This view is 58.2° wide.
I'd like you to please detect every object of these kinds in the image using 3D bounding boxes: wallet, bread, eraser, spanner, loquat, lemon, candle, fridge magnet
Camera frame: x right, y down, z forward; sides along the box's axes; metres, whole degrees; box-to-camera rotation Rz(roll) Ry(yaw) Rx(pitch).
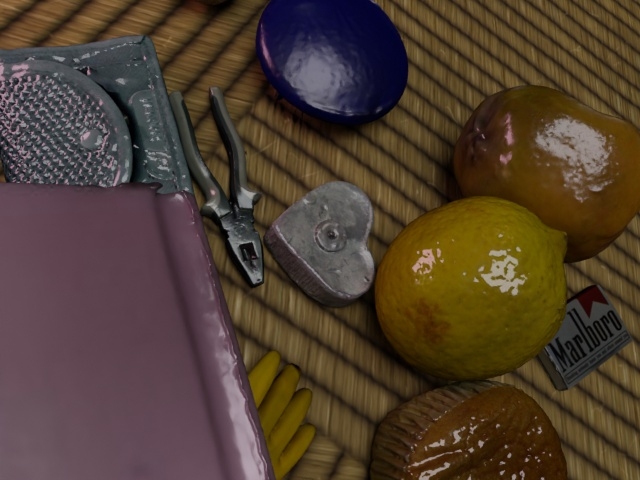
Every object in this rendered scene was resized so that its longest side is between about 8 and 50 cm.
[{"bbox_3d":[-0.312,-0.128,0.792,0.237,0.075,0.342,-13,77,-20],"label":"wallet"},{"bbox_3d":[0.201,0.312,0.781,0.253,0.142,0.228,-14,84,-25],"label":"bread"},{"bbox_3d":[-0.221,0.120,0.590,0.272,0.122,0.359,-4,63,-39],"label":"eraser"},{"bbox_3d":[-0.142,-0.084,0.853,0.095,0.040,0.325,-14,75,-23],"label":"spanner"},{"bbox_3d":[0.354,-0.103,0.912,0.283,0.276,0.276,23,65,-12],"label":"loquat"},{"bbox_3d":[0.207,0.068,0.802,0.267,0.267,0.268,7,69,-18],"label":"lemon"},{"bbox_3d":[0.000,0.000,0.858,0.168,0.068,0.193,7,66,-19],"label":"candle"},{"bbox_3d":[0.022,-0.306,0.950,0.265,0.113,0.266,6,70,-17],"label":"fridge magnet"}]

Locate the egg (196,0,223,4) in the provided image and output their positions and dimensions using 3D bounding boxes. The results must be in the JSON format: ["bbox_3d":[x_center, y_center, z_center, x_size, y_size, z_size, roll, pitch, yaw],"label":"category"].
[{"bbox_3d":[-0.184,-0.444,0.924,0.140,0.116,0.118,7,41,-18],"label":"egg"}]

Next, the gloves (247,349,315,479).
[{"bbox_3d":[-0.111,0.267,0.720,0.294,0.116,0.133,-43,117,-36],"label":"gloves"}]

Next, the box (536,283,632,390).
[{"bbox_3d":[0.437,0.162,0.976,0.177,0.036,0.115,-25,81,-25],"label":"box"}]
